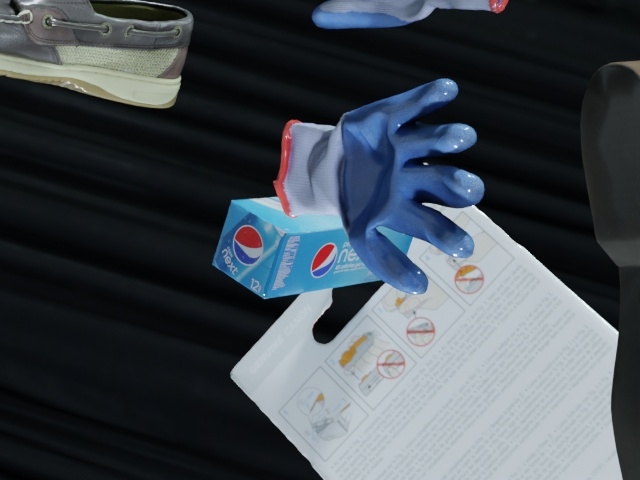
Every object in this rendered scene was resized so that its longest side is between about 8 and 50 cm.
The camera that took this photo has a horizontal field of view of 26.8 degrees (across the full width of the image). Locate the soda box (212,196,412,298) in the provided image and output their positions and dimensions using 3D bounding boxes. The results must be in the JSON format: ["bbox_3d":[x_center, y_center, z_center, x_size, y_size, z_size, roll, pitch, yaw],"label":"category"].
[{"bbox_3d":[0.000,0.000,1.254,0.210,0.071,0.067,-6,120,-52],"label":"soda box"}]

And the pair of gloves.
[{"bbox_3d":[0.026,-0.080,0.594,0.159,0.023,0.198,16,-74,56],"label":"pair of gloves"}]

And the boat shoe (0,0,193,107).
[{"bbox_3d":[-0.170,-0.137,0.823,0.223,0.080,0.073,9,107,-46],"label":"boat shoe"}]

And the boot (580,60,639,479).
[{"bbox_3d":[0.213,0.057,0.684,0.112,0.115,0.305,-164,-113,-70],"label":"boot"}]

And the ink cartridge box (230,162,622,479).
[{"bbox_3d":[0.145,0.161,1.346,0.308,0.385,0.091,-48,161,5],"label":"ink cartridge box"}]
